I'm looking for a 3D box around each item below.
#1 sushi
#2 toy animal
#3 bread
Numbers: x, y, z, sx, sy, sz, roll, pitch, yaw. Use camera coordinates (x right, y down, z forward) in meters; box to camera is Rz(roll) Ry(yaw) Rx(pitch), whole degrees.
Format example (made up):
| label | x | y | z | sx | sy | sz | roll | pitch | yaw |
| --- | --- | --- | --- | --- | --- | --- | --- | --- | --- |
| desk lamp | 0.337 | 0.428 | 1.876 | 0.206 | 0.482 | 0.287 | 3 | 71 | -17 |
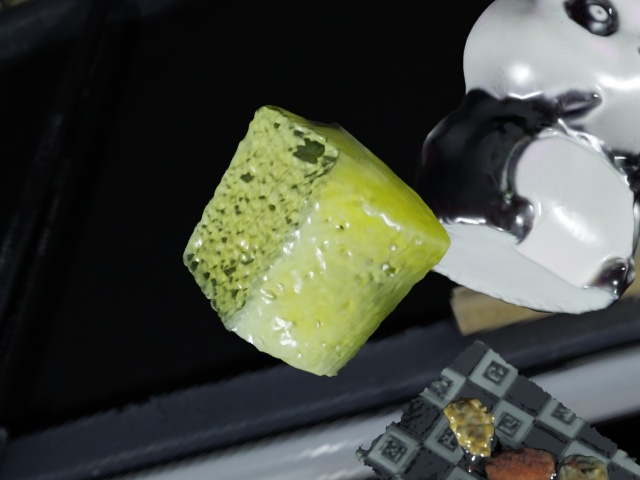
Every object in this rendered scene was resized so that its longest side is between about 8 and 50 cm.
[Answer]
| label | x | y | z | sx | sy | sz | roll | pitch | yaw |
| --- | --- | --- | --- | --- | --- | --- | --- | --- | --- |
| sushi | 0.133 | 0.163 | 0.992 | 0.139 | 0.031 | 0.201 | -45 | -123 | -12 |
| toy animal | 0.221 | -0.108 | 1.300 | 0.250 | 0.251 | 0.310 | 10 | -112 | 41 |
| bread | 0.000 | 0.000 | 0.725 | 0.114 | 0.111 | 0.129 | -53 | -149 | 9 |
